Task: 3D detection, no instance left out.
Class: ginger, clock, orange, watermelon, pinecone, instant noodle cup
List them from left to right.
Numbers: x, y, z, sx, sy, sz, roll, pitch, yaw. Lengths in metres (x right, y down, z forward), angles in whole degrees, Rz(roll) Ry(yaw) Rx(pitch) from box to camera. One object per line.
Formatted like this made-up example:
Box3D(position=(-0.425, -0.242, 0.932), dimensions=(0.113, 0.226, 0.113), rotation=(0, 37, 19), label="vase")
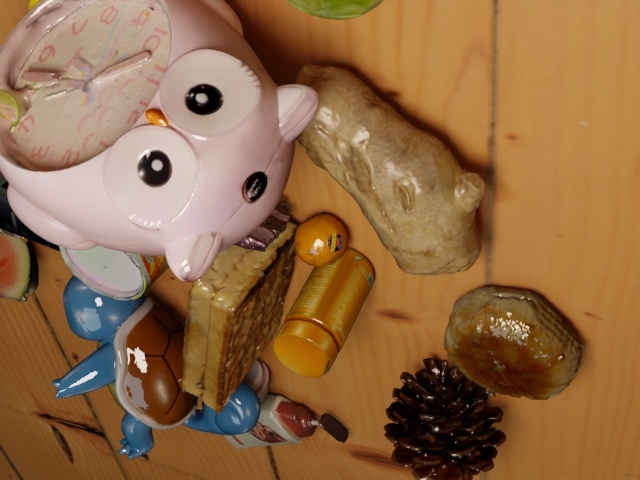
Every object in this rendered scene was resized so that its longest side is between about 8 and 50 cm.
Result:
Box3D(position=(-0.660, 0.027, 1.630), dimensions=(0.304, 0.159, 0.128), rotation=(12, 165, 12), label="watermelon")
Box3D(position=(-0.321, -0.003, 1.377), dimensions=(0.205, 0.153, 0.205), rotation=(17, 139, 16), label="instant noodle cup")
Box3D(position=(-0.197, -0.131, 1.019), dimensions=(0.377, 0.368, 0.250), rotation=(31, 174, 31), label="clock")
Box3D(position=(-0.001, 0.000, 1.247), dimensions=(0.084, 0.083, 0.083), rotation=(16, 138, 15), label="orange")
Box3D(position=(0.090, -0.086, 1.072), dimensions=(0.354, 0.126, 0.190), rotation=(43, 143, -17), label="ginger")
Box3D(position=(0.197, 0.285, 1.342), dimensions=(0.208, 0.207, 0.207), rotation=(16, 138, 15), label="pinecone")

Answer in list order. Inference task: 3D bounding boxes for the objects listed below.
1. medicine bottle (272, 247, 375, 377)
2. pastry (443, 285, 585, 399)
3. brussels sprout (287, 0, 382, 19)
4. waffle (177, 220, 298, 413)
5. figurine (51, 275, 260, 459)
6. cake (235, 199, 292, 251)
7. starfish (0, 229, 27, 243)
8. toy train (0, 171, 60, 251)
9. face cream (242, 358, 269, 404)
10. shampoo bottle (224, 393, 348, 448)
Box3D(position=(0.009, 0.104, 1.261), dimensions=(0.096, 0.192, 0.096), rotation=(16, 138, 15), label="medicine bottle")
Box3D(position=(0.278, 0.156, 1.233), dimensions=(0.192, 0.093, 0.182), rotation=(41, 141, -13), label="pastry")
Box3D(position=(0.023, -0.313, 0.871), dimensions=(0.162, 0.143, 0.180), rotation=(-8, 153, 11), label="brussels sprout")
Box3D(position=(-0.130, 0.109, 1.330), dimensions=(0.091, 0.213, 0.308), rotation=(28, 140, 10), label="waffle")
Box3D(position=(-0.315, 0.235, 1.503), dimensions=(0.416, 0.298, 0.243), rotation=(43, 128, -4), label="figurine")
Box3D(position=(-0.192, -0.055, 1.238), dimensions=(0.295, 0.116, 0.112), rotation=(19, 134, 9), label="cake")
Box3D(position=(-0.603, -0.023, 1.545), dimensions=(0.133, 0.130, 0.041), rotation=(22, 170, 20), label="starfish")
Box3D(position=(-0.590, -0.086, 1.499), dimensions=(0.410, 0.089, 0.086), rotation=(21, 141, 12), label="toy train")
Box3D(position=(-0.142, 0.273, 1.599), dimensions=(0.091, 0.091, 0.095), rotation=(15, 146, 17), label="face cream")
Box3D(position=(-0.086, 0.366, 1.672), dimensions=(0.284, 0.071, 0.153), rotation=(-5, 130, 36), label="shampoo bottle")
